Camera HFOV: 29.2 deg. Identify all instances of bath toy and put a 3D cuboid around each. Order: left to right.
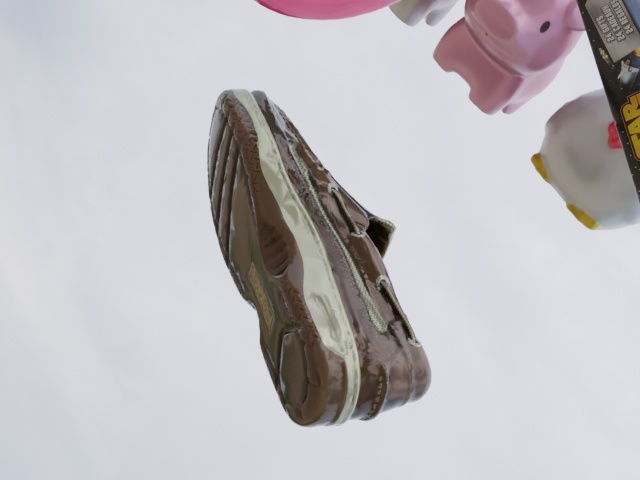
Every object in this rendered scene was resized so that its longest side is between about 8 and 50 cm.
[{"bbox_3d":[0.129,-0.163,0.847,0.129,0.151,0.348,-45,-101,23],"label":"bath toy"}]

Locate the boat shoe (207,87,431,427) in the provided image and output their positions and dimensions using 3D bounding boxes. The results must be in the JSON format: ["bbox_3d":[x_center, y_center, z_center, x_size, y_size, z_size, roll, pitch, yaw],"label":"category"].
[{"bbox_3d":[-0.002,0.005,0.772,0.095,0.095,0.257,113,-33,-46],"label":"boat shoe"}]

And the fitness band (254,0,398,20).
[{"bbox_3d":[0.048,-0.228,0.537,0.054,0.209,0.291,48,-62,29],"label":"fitness band"}]

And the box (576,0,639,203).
[{"bbox_3d":[0.176,-0.079,0.553,0.094,0.027,0.137,-24,-121,26],"label":"box"}]
